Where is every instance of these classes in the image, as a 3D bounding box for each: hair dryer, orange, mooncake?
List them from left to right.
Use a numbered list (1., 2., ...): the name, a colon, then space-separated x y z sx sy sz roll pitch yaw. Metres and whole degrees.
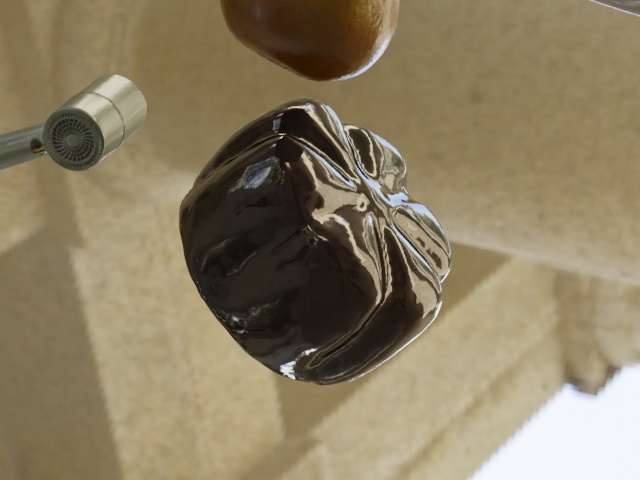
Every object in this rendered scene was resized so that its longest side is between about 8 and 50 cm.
1. hair dryer: -0.195 -0.072 1.311 0.047 0.137 0.082 68 -156 -15
2. orange: -0.007 -0.202 1.521 0.154 0.154 0.134 13 -79 -54
3. mooncake: 0.000 0.000 1.580 0.245 0.133 0.245 36 -147 -28

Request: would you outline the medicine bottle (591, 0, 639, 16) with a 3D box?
1. medicine bottle: 0.267 -0.294 1.158 0.202 0.202 0.316 9 -83 -54
